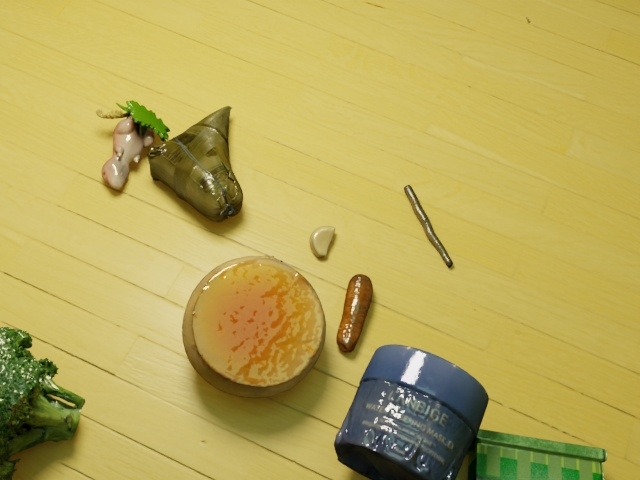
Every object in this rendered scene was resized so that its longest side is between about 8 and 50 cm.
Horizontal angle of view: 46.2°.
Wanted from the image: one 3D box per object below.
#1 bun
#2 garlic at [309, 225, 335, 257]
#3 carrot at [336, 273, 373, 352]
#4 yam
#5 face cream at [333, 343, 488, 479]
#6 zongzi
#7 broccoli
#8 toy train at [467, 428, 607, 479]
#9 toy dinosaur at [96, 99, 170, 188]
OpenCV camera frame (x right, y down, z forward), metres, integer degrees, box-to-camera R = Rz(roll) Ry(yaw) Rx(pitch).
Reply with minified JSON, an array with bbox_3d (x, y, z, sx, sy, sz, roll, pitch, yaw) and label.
[{"bbox_3d":[-0.140,0.181,1.571,0.298,0.165,0.299,4,73,-13],"label":"bun"},{"bbox_3d":[0.001,0.000,1.752,0.053,0.041,0.083,18,69,-9],"label":"garlic"},{"bbox_3d":[0.077,0.160,1.660,0.060,0.060,0.186,13,63,3],"label":"carrot"},{"bbox_3d":[0.256,-0.036,1.795,0.027,0.029,0.234,-15,64,-24],"label":"yam"},{"bbox_3d":[0.174,0.358,1.452,0.249,0.249,0.225,23,65,8],"label":"face cream"},{"bbox_3d":[-0.233,-0.188,1.790,0.250,0.125,0.274,39,60,17],"label":"zongzi"},{"bbox_3d":[-0.593,0.318,1.426,0.275,0.308,0.308,18,59,-23],"label":"broccoli"},{"bbox_3d":[0.419,0.489,1.476,0.300,0.120,0.202,9,58,0],"label":"toy train"},{"bbox_3d":[-0.456,-0.229,1.812,0.177,0.152,0.194,-41,55,18],"label":"toy dinosaur"}]
